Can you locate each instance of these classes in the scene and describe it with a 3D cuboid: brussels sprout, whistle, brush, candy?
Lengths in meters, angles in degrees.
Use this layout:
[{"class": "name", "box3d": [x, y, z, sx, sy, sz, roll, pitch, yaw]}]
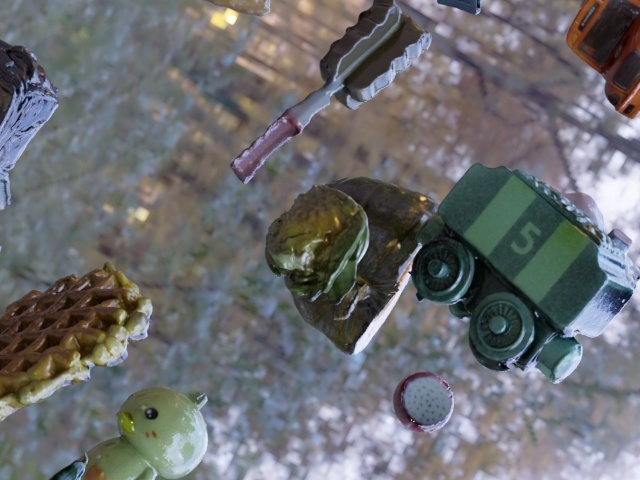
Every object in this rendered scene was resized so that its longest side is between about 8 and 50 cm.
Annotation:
[{"class": "brussels sprout", "box3d": [0.001, 0.002, 1.892, 0.139, 0.100, 0.181, -22, -154, 12]}, {"class": "whistle", "box3d": [-0.271, 0.298, 1.965, 0.294, 0.141, 0.141, -33, 178, -23]}, {"class": "brush", "box3d": [0.005, -0.161, 1.602, 0.301, 0.084, 0.071, -45, -173, -27]}, {"class": "candy", "box3d": [0.172, 0.270, 2.424, 0.103, 0.103, 0.043, -64, -174, -20]}]

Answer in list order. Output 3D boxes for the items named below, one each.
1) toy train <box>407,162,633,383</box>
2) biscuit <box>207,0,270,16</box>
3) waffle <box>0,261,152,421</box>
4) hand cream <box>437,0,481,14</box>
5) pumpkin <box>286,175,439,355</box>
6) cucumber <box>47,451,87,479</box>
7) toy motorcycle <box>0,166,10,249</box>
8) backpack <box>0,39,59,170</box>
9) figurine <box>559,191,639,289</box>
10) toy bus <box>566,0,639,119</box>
[{"class": "toy train", "box3d": [0.268, 0.043, 1.974, 0.238, 0.299, 0.167, -51, 153, 12]}, {"class": "biscuit", "box3d": [-0.274, -0.499, 2.187, 0.429, 0.446, 0.104, -86, -167, -57]}, {"class": "waffle", "box3d": [-0.339, 0.125, 1.730, 0.301, 0.058, 0.281, -34, -158, -24]}, {"class": "hand cream", "box3d": [0.190, -0.422, 1.975, 0.048, 0.083, 0.224, -23, 124, -37]}, {"class": "pumpkin", "box3d": [0.041, 0.029, 2.411, 0.242, 0.232, 0.325, -51, 170, -54]}, {"class": "cucumber", "box3d": [-0.313, 0.299, 1.632, 0.155, 0.037, 0.037, -44, -175, -16]}, {"class": "toy motorcycle", "box3d": [-0.360, -0.025, 1.413, 0.229, 0.094, 0.130, 89, 9, -51]}, {"class": "backpack", "box3d": [-0.535, -0.234, 2.380, 0.206, 0.133, 0.258, -54, -130, 12]}, {"class": "figurine", "box3d": [0.409, -0.004, 2.270, 0.137, 0.229, 0.112, -50, -178, -40]}, {"class": "toy bus", "box3d": [0.420, -0.309, 1.922, 0.143, 0.153, 0.329, -59, -175, 43]}]
